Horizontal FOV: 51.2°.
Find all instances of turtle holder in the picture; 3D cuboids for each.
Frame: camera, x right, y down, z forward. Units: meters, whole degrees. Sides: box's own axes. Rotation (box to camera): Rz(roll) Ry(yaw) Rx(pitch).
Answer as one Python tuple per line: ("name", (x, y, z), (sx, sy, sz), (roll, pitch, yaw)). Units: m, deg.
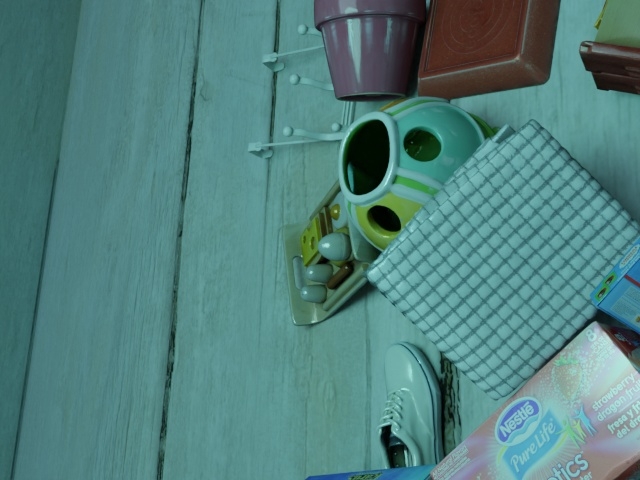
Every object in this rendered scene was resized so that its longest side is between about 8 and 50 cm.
("turtle holder", (0.138, -0.063, 1.015), (0.243, 0.227, 0.321), (16, 90, 50))

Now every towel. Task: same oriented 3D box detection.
("towel", (0.228, 0.020, 0.838), (0.283, 0.121, 0.235), (-45, 86, -1))

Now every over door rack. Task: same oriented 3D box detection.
("over door rack", (-0.049, -0.314, 1.404), (0.324, 0.108, 0.240), (-2, 76, 49))

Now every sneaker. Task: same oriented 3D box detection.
("sneaker", (0.132, 0.277, 1.023), (0.094, 0.091, 0.258), (-32, 56, 39))

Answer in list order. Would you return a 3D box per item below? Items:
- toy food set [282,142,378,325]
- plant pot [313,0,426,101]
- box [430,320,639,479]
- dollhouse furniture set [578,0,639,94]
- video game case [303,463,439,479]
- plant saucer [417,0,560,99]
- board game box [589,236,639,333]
("toy food set", (0.000, 0.000, 1.210), (0.306, 0.092, 0.220), (131, 137, -54))
("plant pot", (0.089, -0.347, 1.203), (0.201, 0.201, 0.180), (6, 98, 50))
("box", (0.297, 0.251, 0.793), (0.300, 0.154, 0.142), (-53, 45, 26))
("dollhouse furniture set", (0.507, -0.247, 0.741), (0.374, 0.152, 0.201), (23, 96, 33))
("video game case", (0.102, 0.450, 0.950), (0.269, 0.061, 0.244), (-24, 91, 43))
("plant saucer", (0.266, -0.371, 1.103), (0.259, 0.047, 0.259), (3, 80, 50))
("board game box", (0.427, 0.027, 0.719), (0.212, 0.160, 0.039), (-57, 3, 21))
